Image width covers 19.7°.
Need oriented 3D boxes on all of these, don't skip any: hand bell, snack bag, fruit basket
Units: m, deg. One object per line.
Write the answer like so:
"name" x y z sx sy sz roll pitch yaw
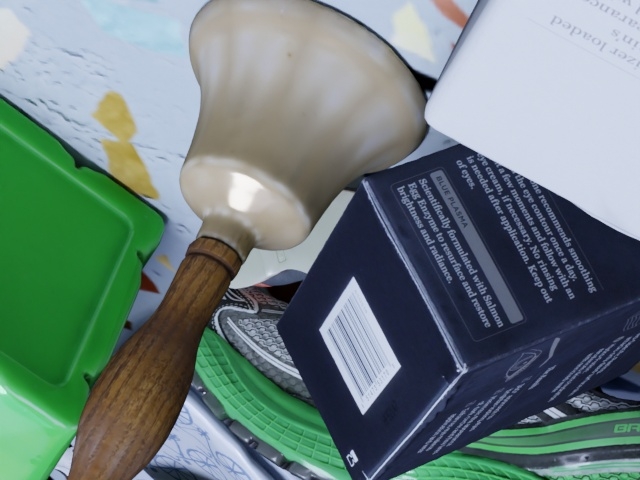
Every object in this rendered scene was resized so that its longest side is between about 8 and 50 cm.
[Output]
"hand bell" -0.051 0.017 0.835 0.126 0.242 0.126 19 150 12
"snack bag" -0.053 0.201 1.233 0.323 0.037 0.342 47 158 -14
"fruit basket" -0.326 0.055 1.068 0.392 0.283 0.392 10 136 10

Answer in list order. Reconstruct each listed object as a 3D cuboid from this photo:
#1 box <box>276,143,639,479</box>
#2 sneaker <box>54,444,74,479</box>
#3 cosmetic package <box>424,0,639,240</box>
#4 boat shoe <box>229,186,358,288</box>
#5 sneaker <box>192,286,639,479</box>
"box" 0.082 0.020 0.804 0.093 0.158 0.156 63 155 16
"sneaker" -0.184 0.158 1.388 0.043 0.040 0.109 -23 130 34
"cosmetic package" 0.149 -0.100 0.580 0.151 0.151 0.184 28 150 -2
"boat shoe" 0.000 0.000 0.975 0.043 0.049 0.137 -6 174 -43
"sneaker" 0.072 0.088 0.985 0.343 0.146 0.134 21 172 30
